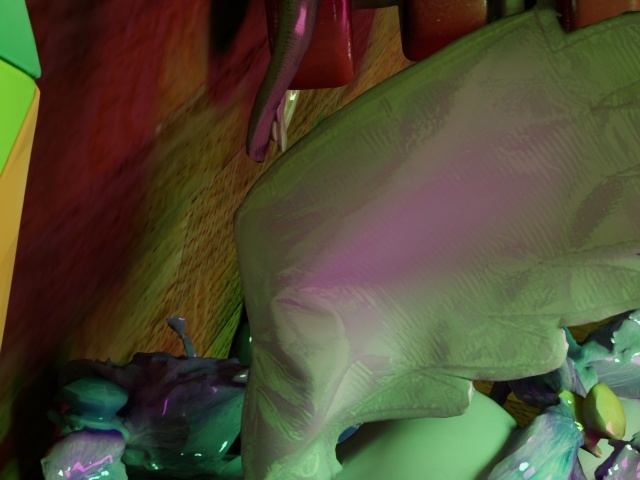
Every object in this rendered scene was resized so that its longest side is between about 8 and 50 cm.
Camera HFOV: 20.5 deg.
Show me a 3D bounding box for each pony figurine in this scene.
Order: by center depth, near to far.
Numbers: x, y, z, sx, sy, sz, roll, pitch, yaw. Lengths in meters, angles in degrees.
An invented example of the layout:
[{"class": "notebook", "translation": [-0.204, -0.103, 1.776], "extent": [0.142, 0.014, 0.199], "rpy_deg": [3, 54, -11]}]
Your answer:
[{"class": "pony figurine", "translation": [0.034, 0.099, 0.643], "extent": [0.302, 0.351, 0.363], "rpy_deg": [67, 16, -4]}]

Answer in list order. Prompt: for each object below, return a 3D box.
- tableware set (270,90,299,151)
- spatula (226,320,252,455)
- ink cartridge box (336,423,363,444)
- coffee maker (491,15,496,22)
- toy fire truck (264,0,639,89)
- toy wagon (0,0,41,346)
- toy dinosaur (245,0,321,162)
[{"class": "tableware set", "translation": [0.002, -0.141, 0.985], "extent": [0.141, 0.020, 0.168], "rpy_deg": [95, 13, -51]}, {"class": "spatula", "translation": [-0.067, 0.190, 1.093], "extent": [0.084, 0.030, 0.296], "rpy_deg": [-47, 151, -77]}, {"class": "ink cartridge box", "translation": [0.024, 0.113, 1.105], "extent": [0.185, 0.065, 0.311], "rpy_deg": [-69, -176, -52]}, {"class": "coffee maker", "translation": [0.095, -0.217, 1.106], "extent": [0.178, 0.120, 0.171], "rpy_deg": [84, 12, -83]}, {"class": "toy fire truck", "translation": [0.051, -0.209, 0.760], "extent": [0.302, 0.169, 0.253], "rpy_deg": [73, 14, -78]}, {"class": "toy wagon", "translation": [-0.108, 0.004, 0.270], "extent": [0.267, 0.068, 0.344], "rpy_deg": [91, 16, -62]}, {"class": "toy dinosaur", "translation": [-0.016, -0.163, 0.563], "extent": [0.118, 0.064, 0.268], "rpy_deg": [11, 86, -68]}]
